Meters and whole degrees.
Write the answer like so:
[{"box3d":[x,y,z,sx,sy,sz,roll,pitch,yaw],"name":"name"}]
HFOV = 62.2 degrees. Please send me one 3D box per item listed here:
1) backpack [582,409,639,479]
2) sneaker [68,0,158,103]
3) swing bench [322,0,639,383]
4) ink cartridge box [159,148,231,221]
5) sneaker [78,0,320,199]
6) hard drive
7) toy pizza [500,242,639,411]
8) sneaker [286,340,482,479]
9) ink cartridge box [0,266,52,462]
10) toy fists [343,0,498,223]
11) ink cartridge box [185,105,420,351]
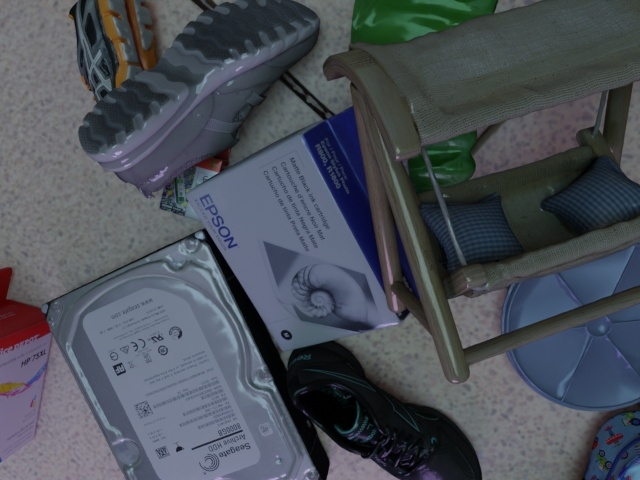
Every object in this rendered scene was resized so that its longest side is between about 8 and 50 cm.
[{"box3d":[0.366,0.279,0.563,0.158,0.117,0.173,13,97,5],"name":"backpack"},{"box3d":[-0.230,-0.180,0.607,0.083,0.084,0.214,-5,95,25],"name":"sneaker"},{"box3d":[0.166,-0.065,0.436,0.253,0.165,0.254,-18,107,-7],"name":"swing bench"},{"box3d":[-0.145,-0.084,0.627,0.063,0.029,0.115,17,100,5],"name":"ink cartridge box"},{"box3d":[-0.117,-0.158,0.575,0.281,0.115,0.105,-38,59,-9],"name":"sneaker"},{"box3d":[-0.163,0.181,0.651,0.237,0.064,0.339,-23,95,11],"name":"hard drive"},{"box3d":[0.302,0.090,0.587,0.201,0.032,0.201,1,98,6],"name":"toy pizza"},{"box3d":[0.067,0.221,0.603,0.267,0.106,0.101,34,100,1],"name":"sneaker"},{"box3d":[-0.408,0.160,0.645,0.078,0.134,0.231,16,100,6],"name":"ink cartridge box"},{"box3d":[0.102,-0.150,0.552,0.142,0.096,0.279,12,102,15],"name":"toy fists"},{"box3d":[0.000,0.000,0.557,0.224,0.045,0.223,-22,106,29],"name":"ink cartridge box"}]
